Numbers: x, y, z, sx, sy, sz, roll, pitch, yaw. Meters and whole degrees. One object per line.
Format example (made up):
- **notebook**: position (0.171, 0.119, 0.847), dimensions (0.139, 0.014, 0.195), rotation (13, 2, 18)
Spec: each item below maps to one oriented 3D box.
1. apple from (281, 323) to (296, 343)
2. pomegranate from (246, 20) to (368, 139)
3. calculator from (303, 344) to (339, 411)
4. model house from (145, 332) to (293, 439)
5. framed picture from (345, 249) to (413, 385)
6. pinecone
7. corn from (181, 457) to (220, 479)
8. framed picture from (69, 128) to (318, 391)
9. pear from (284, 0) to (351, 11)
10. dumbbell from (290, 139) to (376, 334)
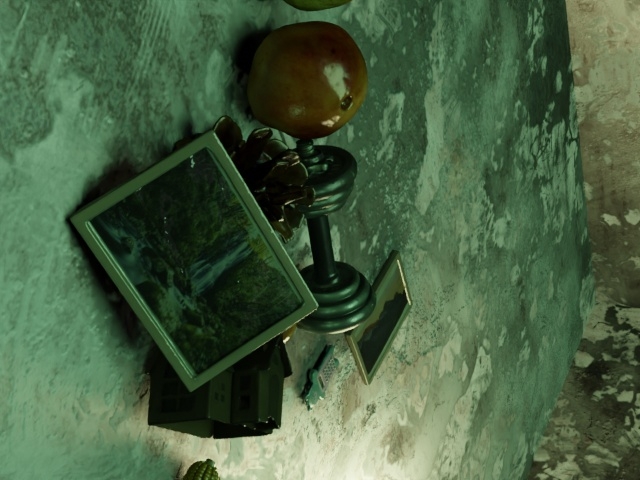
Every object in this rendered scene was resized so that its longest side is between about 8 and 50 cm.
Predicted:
- **apple**: position (-0.086, 0.153, 1.741), dimensions (0.071, 0.084, 0.084), rotation (-69, 165, -82)
- **pomegranate**: position (-0.024, -0.272, 1.606), dimensions (0.209, 0.209, 0.209), rotation (-25, 120, -55)
- **calculator**: position (0.001, 0.290, 1.991), dimensions (0.141, 0.019, 0.094), rotation (-58, 146, -34)
- **model house**: position (-0.149, 0.187, 1.552), dimensions (0.211, 0.204, 0.243), rotation (34, 52, -56)
- **framed picture**: position (0.141, 0.180, 2.204), dimensions (0.265, 0.018, 0.192), rotation (-58, 145, -34)
- **pinecone**: position (-0.114, -0.086, 1.490), dimensions (0.202, 0.201, 0.229), rotation (-36, 105, -27)
- **corn**: position (-0.228, 0.465, 1.599), dimensions (0.207, 0.068, 0.068), rotation (-66, 147, -25)
- **framed picture**: position (-0.175, 0.034, 1.377), dimensions (0.240, 0.020, 0.324), rotation (-32, 110, -8)
- **pear**: position (-0.004, -0.501, 1.578), dimensions (0.211, 0.188, 0.228), rotation (-38, 128, -46)
- **dumbbell**: position (0.000, 0.000, 1.745), dimensions (0.179, 0.179, 0.406), rotation (-45, 136, -46)
